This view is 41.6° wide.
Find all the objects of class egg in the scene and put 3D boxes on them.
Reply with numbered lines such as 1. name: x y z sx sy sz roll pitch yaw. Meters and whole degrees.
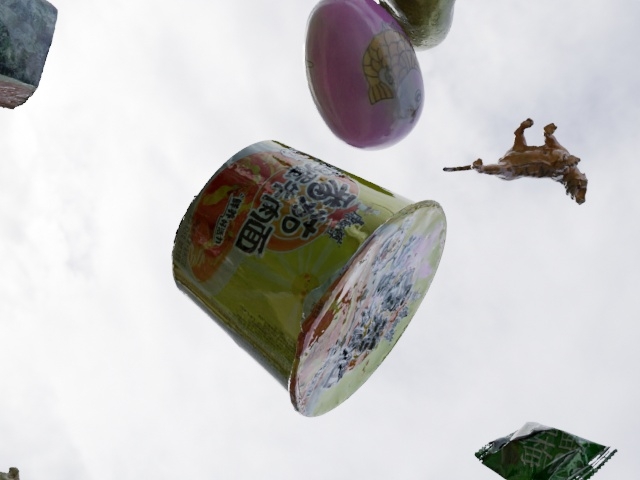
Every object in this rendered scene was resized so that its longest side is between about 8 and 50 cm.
1. egg: 0.064 -0.276 1.393 0.196 0.196 0.271 -15 -55 41

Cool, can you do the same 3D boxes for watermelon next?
1. watermelon: -0.567 -0.283 1.336 0.226 0.318 0.148 81 -2 -62

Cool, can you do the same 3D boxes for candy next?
1. candy: 0.391 0.379 1.464 0.203 0.141 0.078 8 -47 53

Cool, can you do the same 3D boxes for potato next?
1. potato: 0.169 -0.434 1.451 0.248 0.143 0.169 84 -14 -59

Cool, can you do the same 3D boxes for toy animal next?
1. toy animal: 0.347 -0.137 1.500 0.255 0.114 0.116 1 -36 12

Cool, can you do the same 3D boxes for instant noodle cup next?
1. instant noodle cup: -0.017 0.026 0.901 0.200 0.264 0.264 33 -55 25

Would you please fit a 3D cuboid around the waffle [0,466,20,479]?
1. waffle: -0.253 0.158 0.461 0.023 0.152 0.097 50 -8 46
